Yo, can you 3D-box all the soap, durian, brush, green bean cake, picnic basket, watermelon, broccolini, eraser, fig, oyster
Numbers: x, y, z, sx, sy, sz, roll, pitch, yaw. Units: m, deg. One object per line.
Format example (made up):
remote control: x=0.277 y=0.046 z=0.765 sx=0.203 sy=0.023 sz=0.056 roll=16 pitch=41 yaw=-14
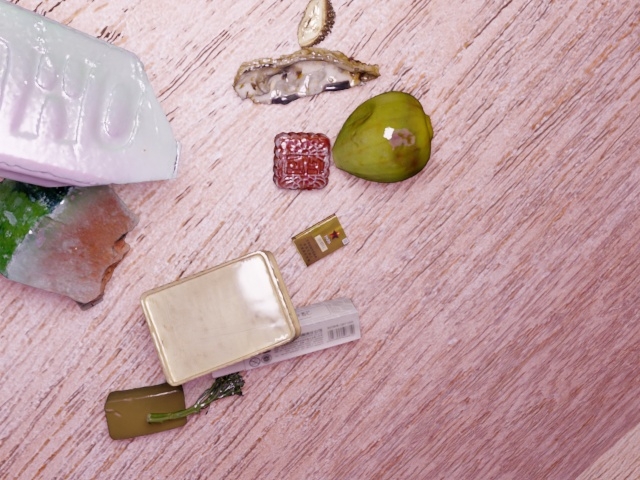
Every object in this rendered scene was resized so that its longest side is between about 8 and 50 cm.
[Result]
soap: x=-0.464 y=-0.229 z=0.857 sx=0.445 sy=0.156 sz=0.262 roll=14 pitch=80 yaw=-39
durian: x=-0.004 y=-0.475 z=1.101 sx=0.066 sy=0.052 sz=0.131 roll=28 pitch=101 yaw=14
brush: x=-0.457 y=0.445 z=1.333 sx=0.197 sy=0.059 sz=0.123 roll=-6 pitch=111 yaw=-16
green bean cake: x=-0.043 y=-0.186 z=1.194 sx=0.135 sy=0.056 sz=0.136 roll=-3 pitch=113 yaw=-18
picnic basket: x=-0.221 y=0.176 z=1.183 sx=0.312 sy=0.175 sz=0.228 roll=-20 pitch=85 yaw=-4
watermelon: x=-0.521 y=-0.022 z=1.042 sx=0.302 sy=0.151 sz=0.264 roll=38 pitch=83 yaw=-31
broccolini: x=-0.317 y=0.401 z=1.314 sx=0.271 sy=0.062 sz=0.123 roll=-14 pitch=115 yaw=-34
eraser: x=-0.098 y=0.253 z=1.344 sx=0.403 sy=0.096 sz=0.098 roll=-12 pitch=117 yaw=-12
fig: x=0.144 y=-0.227 z=1.154 sx=0.229 sy=0.207 sz=0.207 roll=-20 pitch=117 yaw=-10
oyster: x=-0.026 y=-0.364 z=1.115 sx=0.344 sy=0.079 sz=0.129 roll=-11 pitch=149 yaw=-17

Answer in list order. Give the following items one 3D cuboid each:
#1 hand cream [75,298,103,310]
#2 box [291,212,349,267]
hand cream: x=-0.573 y=0.096 z=1.166 sx=0.057 sy=0.037 sz=0.165 roll=-29 pitch=125 yaw=-4
box: x=0.000 y=0.000 z=1.307 sx=0.133 sy=0.023 sz=0.090 roll=-31 pitch=119 yaw=-3
